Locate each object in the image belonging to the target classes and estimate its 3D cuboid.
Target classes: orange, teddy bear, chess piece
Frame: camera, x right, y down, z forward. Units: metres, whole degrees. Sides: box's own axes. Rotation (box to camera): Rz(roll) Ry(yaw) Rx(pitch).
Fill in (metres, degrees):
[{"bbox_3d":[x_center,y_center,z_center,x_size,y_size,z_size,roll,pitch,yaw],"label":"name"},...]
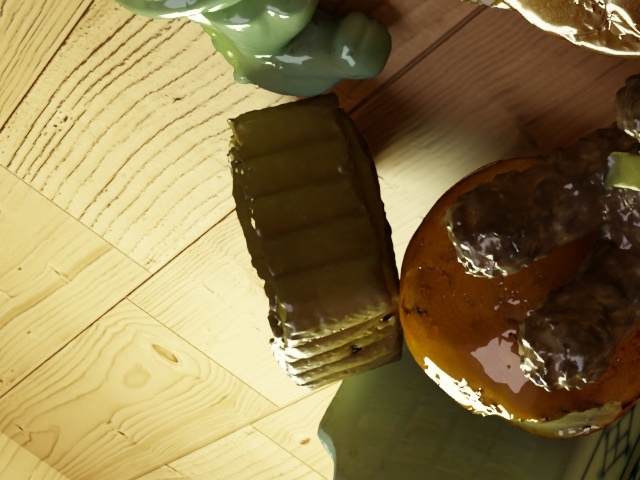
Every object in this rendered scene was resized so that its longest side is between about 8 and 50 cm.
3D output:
[{"bbox_3d":[0.181,0.047,1.527,0.240,0.240,0.240,26,154,13],"label":"orange"},{"bbox_3d":[0.271,-0.011,1.307,0.246,0.296,0.222,58,170,-16],"label":"teddy bear"},{"bbox_3d":[-0.052,-0.199,1.476,0.176,0.175,0.298,15,164,32],"label":"chess piece"}]

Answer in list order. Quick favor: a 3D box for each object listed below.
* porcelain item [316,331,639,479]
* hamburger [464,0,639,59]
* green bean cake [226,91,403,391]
[{"bbox_3d":[0.165,0.171,1.710,0.281,0.286,0.157,11,152,35],"label":"porcelain item"},{"bbox_3d":[0.193,-0.217,1.140,0.262,0.138,0.243,24,156,18],"label":"hamburger"},{"bbox_3d":[0.000,0.000,1.644,0.131,0.229,0.224,-15,161,1],"label":"green bean cake"}]
